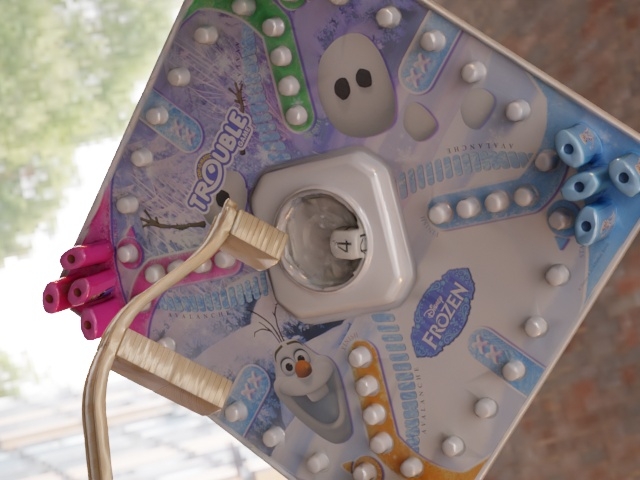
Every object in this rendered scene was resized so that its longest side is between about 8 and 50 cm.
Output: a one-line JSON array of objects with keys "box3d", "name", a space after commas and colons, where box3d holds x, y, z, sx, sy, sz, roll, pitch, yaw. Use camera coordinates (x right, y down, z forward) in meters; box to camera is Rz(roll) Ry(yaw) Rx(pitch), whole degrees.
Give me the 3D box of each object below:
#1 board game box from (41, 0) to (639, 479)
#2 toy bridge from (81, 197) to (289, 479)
[{"box3d": [0.000, 0.000, 1.175, 0.390, 0.050, 0.390, 36, -65, 17], "name": "board game box"}, {"box3d": [-0.073, 0.060, 0.729, 0.026, 0.063, 0.188, -30, -145, 58], "name": "toy bridge"}]
